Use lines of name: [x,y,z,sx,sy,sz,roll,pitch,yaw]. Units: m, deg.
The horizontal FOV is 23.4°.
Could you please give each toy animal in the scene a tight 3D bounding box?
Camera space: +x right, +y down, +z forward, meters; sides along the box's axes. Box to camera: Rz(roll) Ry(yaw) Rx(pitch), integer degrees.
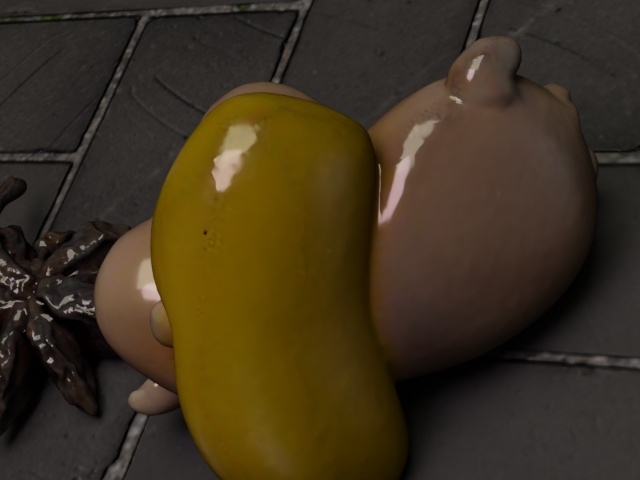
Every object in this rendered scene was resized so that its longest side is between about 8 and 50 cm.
toy animal: [-0.009,-0.017,1.016,0.345,0.277,0.247,-45,34,-7]

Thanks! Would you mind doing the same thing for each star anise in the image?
star anise: [-0.222,0.040,1.188,0.209,0.089,0.231,-41,58,-18]
